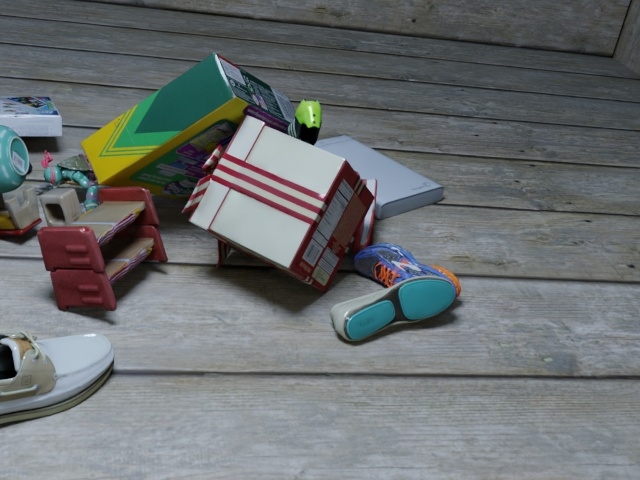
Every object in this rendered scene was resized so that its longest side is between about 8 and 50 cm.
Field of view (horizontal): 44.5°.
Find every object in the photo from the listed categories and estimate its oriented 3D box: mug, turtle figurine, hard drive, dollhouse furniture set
[{"bbox_3d":[-0.609,-0.158,1.482,0.097,0.129,0.158,-7,24,7],"label":"mug"},{"bbox_3d":[-0.500,-0.123,1.656,0.234,0.118,0.175,-7,32,-38],"label":"turtle figurine"},{"bbox_3d":[0.105,-0.169,1.985,0.233,0.047,0.353,-18,39,-40],"label":"hard drive"},{"bbox_3d":[-0.493,0.008,1.422,0.374,0.152,0.201,1,25,22],"label":"dollhouse furniture set"}]

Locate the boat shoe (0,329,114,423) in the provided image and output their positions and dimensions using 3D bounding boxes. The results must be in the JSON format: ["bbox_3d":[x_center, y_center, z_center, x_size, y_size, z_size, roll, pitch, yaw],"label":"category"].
[{"bbox_3d":[-0.428,0.188,1.115,0.113,0.103,0.302,31,35,34],"label":"boat shoe"}]

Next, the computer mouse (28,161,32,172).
[{"bbox_3d":[-0.781,-0.215,1.783,0.184,0.060,0.262,-12,35,-36],"label":"computer mouse"}]

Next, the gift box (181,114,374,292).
[{"bbox_3d":[-0.090,-0.054,1.463,0.258,0.276,0.255,26,-11,23],"label":"gift box"}]

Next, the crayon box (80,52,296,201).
[{"bbox_3d":[-0.239,-0.207,1.564,0.106,0.313,0.363,65,16,11],"label":"crayon box"}]

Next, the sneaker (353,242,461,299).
[{"bbox_3d":[0.162,0.072,1.534,0.221,0.083,0.087,19,35,21],"label":"sneaker"}]

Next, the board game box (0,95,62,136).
[{"bbox_3d":[-0.742,-0.305,1.903,0.193,0.053,0.305,-3,19,-22],"label":"board game box"}]

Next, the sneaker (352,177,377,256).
[{"bbox_3d":[0.053,-0.048,1.680,0.128,0.087,0.221,5,44,5],"label":"sneaker"}]

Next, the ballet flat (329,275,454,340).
[{"bbox_3d":[0.128,0.116,1.435,0.248,0.086,0.086,-14,36,-25],"label":"ballet flat"}]

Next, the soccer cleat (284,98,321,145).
[{"bbox_3d":[-0.033,-0.199,1.491,0.060,0.179,0.072,0,68,-11],"label":"soccer cleat"}]
